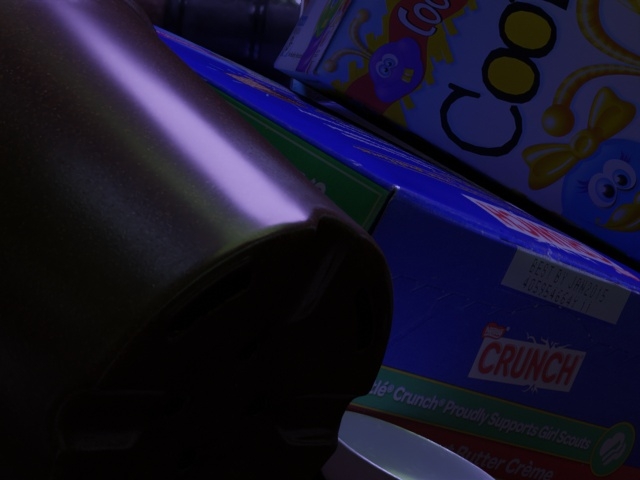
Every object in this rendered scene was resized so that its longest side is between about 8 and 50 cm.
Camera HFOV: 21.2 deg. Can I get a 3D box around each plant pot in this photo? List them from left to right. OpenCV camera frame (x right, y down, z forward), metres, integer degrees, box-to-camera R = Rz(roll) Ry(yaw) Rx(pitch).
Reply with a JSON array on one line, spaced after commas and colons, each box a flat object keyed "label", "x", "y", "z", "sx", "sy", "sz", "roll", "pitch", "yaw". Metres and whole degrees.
[{"label": "plant pot", "x": -0.079, "y": 0.006, "z": 0.501, "sx": 0.165, "sy": 0.167, "sz": 0.167, "roll": 39, "pitch": 14, "yaw": 32}]

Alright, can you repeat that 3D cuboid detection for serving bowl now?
[{"label": "serving bowl", "x": 0.033, "y": 0.097, "z": 0.666, "sx": 0.083, "sy": 0.027, "sz": 0.083, "roll": 24, "pitch": 7, "yaw": -3}]

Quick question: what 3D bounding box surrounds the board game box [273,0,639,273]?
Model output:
[{"label": "board game box", "x": 0.134, "y": -0.085, "z": 0.939, "sx": 0.275, "sy": 0.142, "sz": 0.144, "roll": 29, "pitch": 2, "yaw": -12}]

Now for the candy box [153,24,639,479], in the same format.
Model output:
[{"label": "candy box", "x": 0.000, "y": 0.000, "z": 0.868, "sx": 0.268, "sy": 0.122, "sz": 0.317, "roll": 21, "pitch": 7, "yaw": -44}]

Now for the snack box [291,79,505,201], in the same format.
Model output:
[{"label": "snack box", "x": -0.021, "y": -0.090, "z": 1.180, "sx": 0.322, "sy": 0.060, "sz": 0.187, "roll": 6, "pitch": -14, "yaw": 34}]

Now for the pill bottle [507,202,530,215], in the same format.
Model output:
[{"label": "pill bottle", "x": 0.332, "y": -0.028, "z": 1.952, "sx": 0.160, "sy": 0.160, "sz": 0.283, "roll": 31, "pitch": 10, "yaw": 41}]

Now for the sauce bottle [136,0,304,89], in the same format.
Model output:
[{"label": "sauce bottle", "x": -0.182, "y": -0.147, "z": 1.026, "sx": 0.344, "sy": 0.111, "sz": 0.111, "roll": 7, "pitch": 8, "yaw": -1}]
